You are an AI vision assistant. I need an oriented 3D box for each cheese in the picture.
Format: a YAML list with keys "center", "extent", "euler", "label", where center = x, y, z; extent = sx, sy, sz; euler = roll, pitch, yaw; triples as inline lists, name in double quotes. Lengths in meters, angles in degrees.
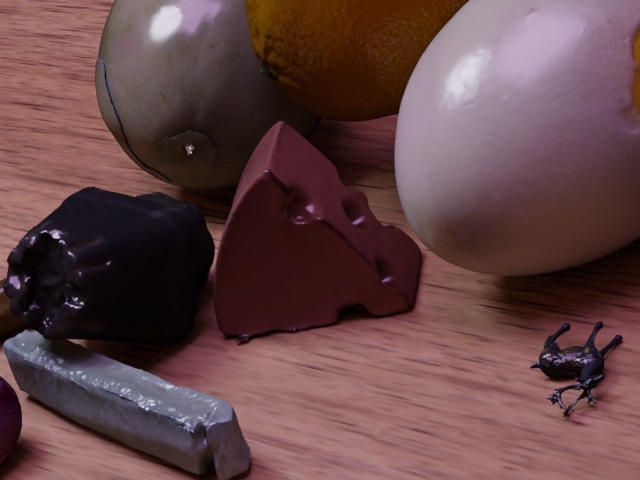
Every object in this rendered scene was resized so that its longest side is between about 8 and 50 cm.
- center: [-0.022, -0.016, 1.954]
  extent: [0.203, 0.177, 0.128]
  euler: [-9, 30, 16]
  label: "cheese"

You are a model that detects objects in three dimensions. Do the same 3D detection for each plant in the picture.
- center: [-0.204, 0.029, 1.989]
  extent: [0.164, 0.142, 0.256]
  euler: [14, 17, 29]
  label: "plant"

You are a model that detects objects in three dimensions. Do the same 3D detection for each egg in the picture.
- center: [0.219, -0.113, 1.886]
  extent: [0.345, 0.283, 0.283]
  euler: [-37, 34, -22]
  label: "egg"

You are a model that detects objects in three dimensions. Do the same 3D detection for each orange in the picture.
- center: [0.047, -0.245, 2.041]
  extent: [0.264, 0.264, 0.264]
  euler: [-14, 29, 8]
  label: "orange"

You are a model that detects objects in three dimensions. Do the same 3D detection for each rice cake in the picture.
- center: [-0.184, 0.150, 1.871]
  extent: [0.063, 0.066, 0.336]
  euler: [-34, 33, -29]
  label: "rice cake"

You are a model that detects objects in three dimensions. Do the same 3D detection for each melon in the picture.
- center: [-0.113, -0.200, 2.237]
  extent: [0.268, 0.268, 0.330]
  euler: [-5, 38, 22]
  label: "melon"

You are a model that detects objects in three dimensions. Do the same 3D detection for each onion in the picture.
- center: [-0.338, 0.175, 1.895]
  extent: [0.115, 0.115, 0.104]
  euler: [-9, -14, 16]
  label: "onion"

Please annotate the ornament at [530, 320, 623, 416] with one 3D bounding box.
- center: [0.219, 0.114, 1.749]
  extent: [0.073, 0.028, 0.125]
  euler: [-4, 30, 23]
  label: "ornament"

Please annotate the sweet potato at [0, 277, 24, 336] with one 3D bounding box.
- center: [-0.358, 0.075, 2.110]
  extent: [0.233, 0.062, 0.081]
  euler: [-26, 28, -21]
  label: "sweet potato"
